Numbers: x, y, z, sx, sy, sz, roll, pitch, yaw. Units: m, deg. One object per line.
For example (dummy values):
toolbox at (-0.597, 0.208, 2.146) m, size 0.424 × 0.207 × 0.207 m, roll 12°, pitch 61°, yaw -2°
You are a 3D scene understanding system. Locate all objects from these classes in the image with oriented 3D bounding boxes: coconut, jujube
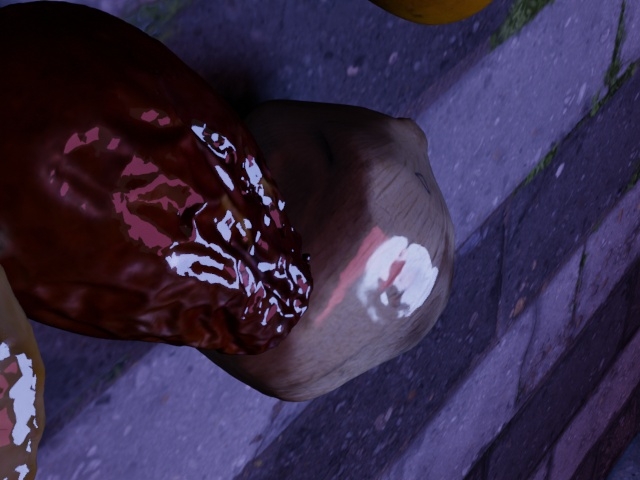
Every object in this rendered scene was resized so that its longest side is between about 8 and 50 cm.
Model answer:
coconut at (0.000, 0.000, 0.758) m, size 0.224 × 0.224 × 0.224 m, roll -39°, pitch 143°, yaw -37°
jujube at (-0.101, -0.017, 0.564) m, size 0.236 × 0.168 × 0.168 m, roll 38°, pitch 78°, yaw -33°

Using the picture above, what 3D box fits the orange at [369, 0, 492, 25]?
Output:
orange at (0.073, -0.228, 0.770) m, size 0.154 × 0.134 × 0.155 m, roll 1°, pitch 89°, yaw -62°

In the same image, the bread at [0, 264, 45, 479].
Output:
bread at (-0.237, 0.052, 0.429) m, size 0.244 × 0.134 × 0.245 m, roll -4°, pitch 104°, yaw -16°
